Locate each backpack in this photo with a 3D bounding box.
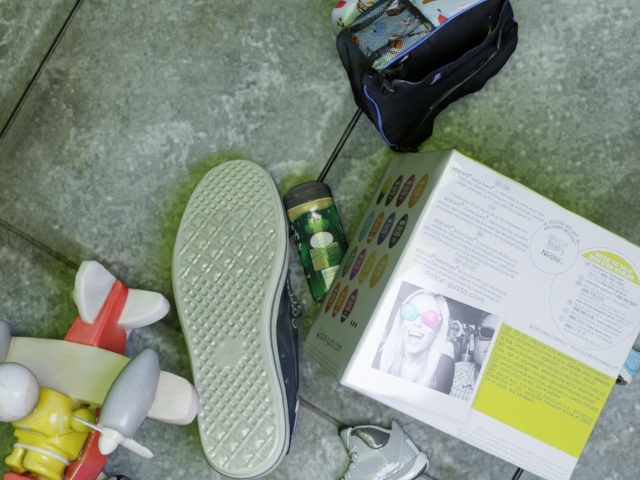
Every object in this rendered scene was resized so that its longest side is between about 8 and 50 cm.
[{"bbox_3d":[0.159,-0.300,1.759,0.263,0.276,0.213,-30,70,0],"label":"backpack"}]

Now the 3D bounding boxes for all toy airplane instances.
[{"bbox_3d":[-0.388,0.213,1.752,0.386,0.272,0.384,-41,59,19],"label":"toy airplane"}]

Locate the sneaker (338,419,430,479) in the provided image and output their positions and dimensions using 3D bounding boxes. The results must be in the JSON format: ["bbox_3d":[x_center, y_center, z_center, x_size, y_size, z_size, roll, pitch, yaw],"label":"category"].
[{"bbox_3d":[0.044,0.359,1.803,0.228,0.086,0.132,-33,78,-7],"label":"sneaker"}]

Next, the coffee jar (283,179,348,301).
[{"bbox_3d":[0.000,0.000,1.820,0.079,0.096,0.184,-17,84,1],"label":"coffee jar"}]

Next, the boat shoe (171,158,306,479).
[{"bbox_3d":[-0.121,0.120,1.800,0.186,0.156,0.500,-8,74,8],"label":"boat shoe"}]

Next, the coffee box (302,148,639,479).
[{"bbox_3d":[0.213,0.092,1.628,0.338,0.337,0.334,26,88,-10],"label":"coffee box"}]

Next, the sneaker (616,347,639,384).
[{"bbox_3d":[0.431,0.144,1.792,0.073,0.063,0.162,-41,87,-16],"label":"sneaker"}]
